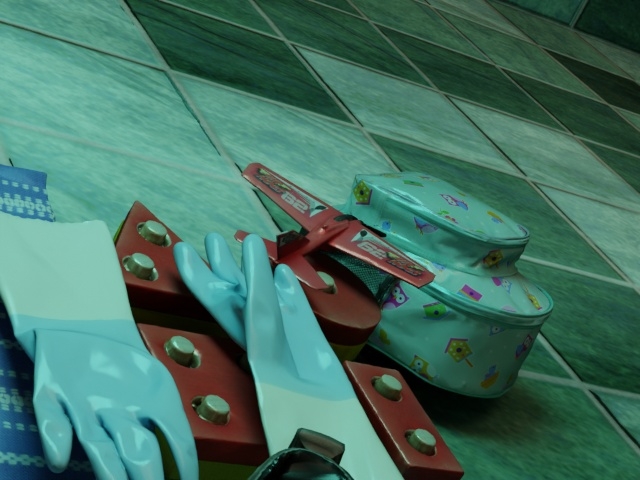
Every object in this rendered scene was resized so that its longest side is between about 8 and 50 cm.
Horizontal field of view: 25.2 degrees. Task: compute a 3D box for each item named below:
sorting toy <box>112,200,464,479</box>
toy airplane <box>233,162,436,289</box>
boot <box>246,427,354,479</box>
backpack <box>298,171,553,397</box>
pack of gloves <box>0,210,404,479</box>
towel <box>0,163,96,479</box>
[{"bbox_3d":[-0.047,0.079,0.851,0.257,0.089,0.255,14,29,-37],"label":"sorting toy"},{"bbox_3d":[0.000,0.000,0.921,0.151,0.028,0.151,25,18,-8],"label":"toy airplane"},{"bbox_3d":[-0.054,0.191,0.418,0.091,0.229,0.263,24,20,-7],"label":"boot"},{"bbox_3d":[0.086,0.033,1.100,0.188,0.144,0.166,38,18,21],"label":"backpack"},{"bbox_3d":[-0.061,0.047,0.725,0.195,0.046,0.232,10,31,-31],"label":"pack of gloves"},{"bbox_3d":[-0.220,0.070,0.676,0.243,0.040,0.336,11,40,-31],"label":"towel"}]
